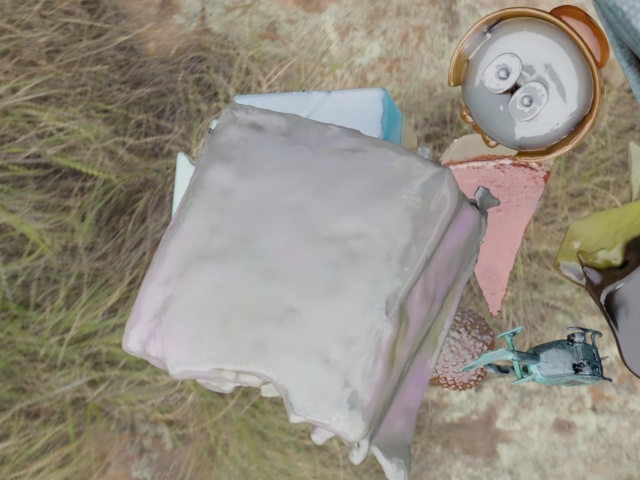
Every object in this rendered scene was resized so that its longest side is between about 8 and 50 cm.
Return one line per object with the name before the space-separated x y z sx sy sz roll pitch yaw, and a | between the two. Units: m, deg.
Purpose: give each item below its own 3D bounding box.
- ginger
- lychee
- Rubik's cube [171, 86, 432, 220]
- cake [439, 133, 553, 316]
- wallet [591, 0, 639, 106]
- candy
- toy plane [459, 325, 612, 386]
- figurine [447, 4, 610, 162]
ginger | 0.529 0.029 1.237 0.413 0.211 0.358 33 123 4
lychee | 0.256 0.201 1.912 0.197 0.165 0.165 2 113 -28
Rubik's cube | 0.000 0.000 0.883 0.224 0.213 0.265 1 77 17
cake | 0.302 -0.039 1.559 0.160 0.158 0.262 -14 110 24
wallet | 0.196 -0.017 0.404 0.075 0.237 0.342 -37 82 24
candy | 0.000 0.025 0.641 0.185 0.137 0.195 20 78 21
toy plane | 0.255 0.136 1.152 0.096 0.235 0.060 -23 65 37
figurine | 0.195 -0.143 0.943 0.143 0.271 0.143 0 92 7
